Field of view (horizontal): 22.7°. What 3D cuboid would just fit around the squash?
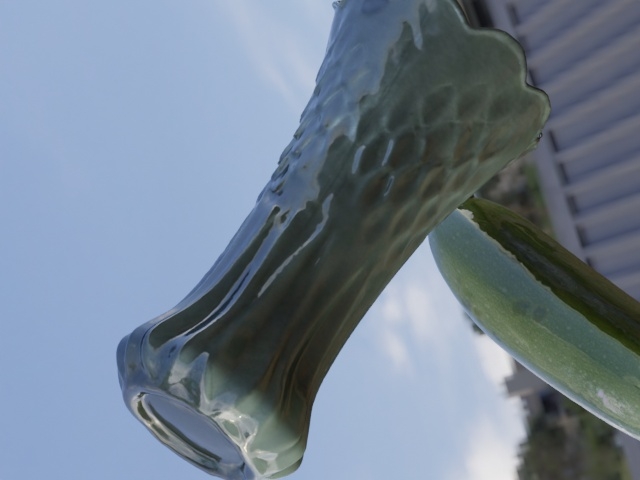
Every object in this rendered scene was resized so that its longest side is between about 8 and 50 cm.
[{"bbox_3d":[0.161,0.046,1.155,0.341,0.094,0.094,40,174,37],"label":"squash"}]

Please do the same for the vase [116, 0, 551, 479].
[{"bbox_3d":[0.000,0.000,0.481,0.149,0.081,0.081,-55,-44,-23],"label":"vase"}]
